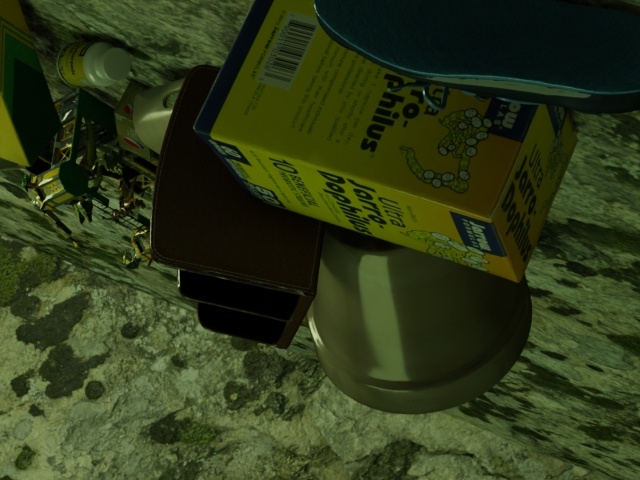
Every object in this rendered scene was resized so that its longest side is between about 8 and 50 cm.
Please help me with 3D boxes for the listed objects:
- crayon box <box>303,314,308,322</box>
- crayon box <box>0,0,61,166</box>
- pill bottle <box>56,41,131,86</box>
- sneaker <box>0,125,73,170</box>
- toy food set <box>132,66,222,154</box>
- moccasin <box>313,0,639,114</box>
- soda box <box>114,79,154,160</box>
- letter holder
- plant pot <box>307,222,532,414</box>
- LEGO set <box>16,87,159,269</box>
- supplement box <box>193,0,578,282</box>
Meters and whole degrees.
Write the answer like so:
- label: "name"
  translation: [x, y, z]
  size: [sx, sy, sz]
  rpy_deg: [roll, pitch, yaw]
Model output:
- label: "crayon box"
  translation: [-0.082, -0.006, 2.140]
  size: [0.323, 0.203, 0.083]
  rpy_deg: [22, 166, 7]
- label: "crayon box"
  translation: [-0.593, -0.292, 1.981]
  size: [0.363, 0.106, 0.313]
  rpy_deg: [20, 148, 17]
- label: "pill bottle"
  translation: [-0.324, -0.253, 1.914]
  size: [0.116, 0.065, 0.065]
  rpy_deg: [8, 159, 47]
- label: "sneaker"
  translation: [-0.591, -0.191, 2.312]
  size: [0.148, 0.131, 0.350]
  rpy_deg: [22, -174, 28]
- label: "toy food set"
  translation: [-0.098, -0.142, 1.944]
  size: [0.220, 0.092, 0.306]
  rpy_deg: [-9, 148, 46]
- label: "moccasin"
  translation: [0.156, -0.174, 1.263]
  size: [0.342, 0.137, 0.117]
  rpy_deg: [21, 170, 16]
- label: "soda box"
  translation: [-0.283, -0.187, 2.096]
  size: [0.058, 0.061, 0.181]
  rpy_deg: [24, 166, -1]
- label: "letter holder"
  translation: [-0.108, -0.047, 1.680]
  size: [0.215, 0.301, 0.152]
  rpy_deg: [13, 147, -9]
- label: "plant pot"
  translation: [0.115, 0.031, 1.819]
  size: [0.323, 0.323, 0.280]
  rpy_deg: [17, 149, 27]
- label: "LEGO set"
  translation: [-0.389, -0.088, 2.234]
  size: [0.192, 0.254, 0.331]
  rpy_deg: [-22, 152, 33]
- label: "supplement box"
  translation: [0.077, -0.118, 1.471]
  size: [0.357, 0.195, 0.194]
  rpy_deg: [18, 165, 23]
